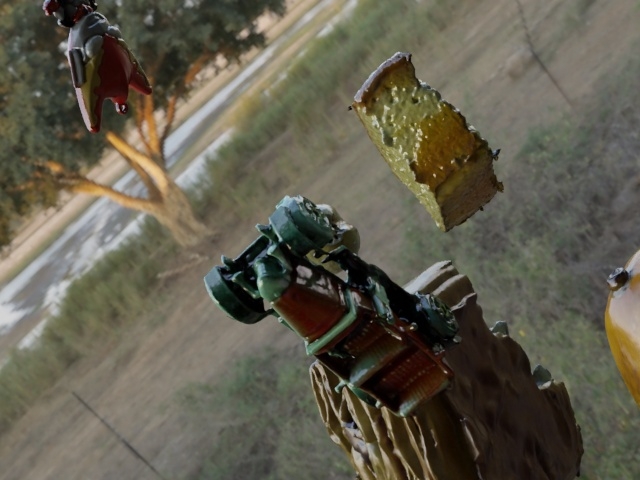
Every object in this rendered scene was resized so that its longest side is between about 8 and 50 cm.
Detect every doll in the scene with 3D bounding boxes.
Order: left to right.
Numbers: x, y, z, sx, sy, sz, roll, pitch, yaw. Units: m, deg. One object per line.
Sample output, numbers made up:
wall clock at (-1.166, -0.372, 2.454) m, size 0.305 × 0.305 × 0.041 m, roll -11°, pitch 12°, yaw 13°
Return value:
doll at (-0.250, -0.214, 0.970) m, size 0.057 × 0.169 × 0.109 m, roll -6°, pitch 30°, yaw 36°

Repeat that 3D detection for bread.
bread at (0.083, -0.069, 0.673) m, size 0.065 × 0.103 × 0.187 m, roll -39°, pitch -16°, yaw 1°
bread at (0.144, 0.187, 1.004) m, size 0.192 × 0.314 × 0.370 m, roll -24°, pitch -1°, yaw 32°

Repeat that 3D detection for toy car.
toy car at (0.011, 0.040, 0.465) m, size 0.073 × 0.143 × 0.054 m, roll -41°, pitch 34°, yaw 18°

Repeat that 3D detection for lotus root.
lotus root at (-0.001, 0.001, 1.075) m, size 0.077 × 0.090 × 0.183 m, roll -47°, pitch 4°, yaw -4°

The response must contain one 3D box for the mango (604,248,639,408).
mango at (0.355, 0.126, 0.628) m, size 0.187 × 0.359 × 0.144 m, roll -46°, pitch 4°, yaw 26°
